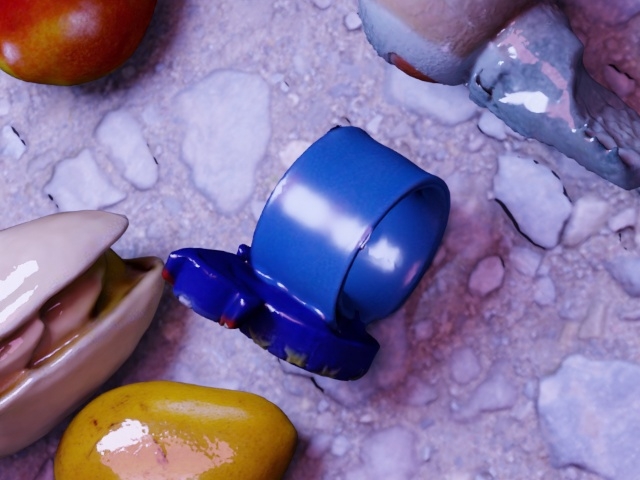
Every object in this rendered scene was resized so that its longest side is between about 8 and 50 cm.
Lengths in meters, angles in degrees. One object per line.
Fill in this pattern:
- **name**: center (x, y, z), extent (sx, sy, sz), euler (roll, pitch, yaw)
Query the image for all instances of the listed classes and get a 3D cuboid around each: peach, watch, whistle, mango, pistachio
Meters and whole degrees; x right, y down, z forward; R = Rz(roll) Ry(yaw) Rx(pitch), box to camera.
- **peach**: center (-0.252, -0.247, 1.479), extent (0.190, 0.190, 0.192), euler (18, 102, 23)
- **watch**: center (0.007, 0.004, 1.322), extent (0.171, 0.196, 0.200), euler (35, 97, 14)
- **whistle**: center (0.154, -0.166, 1.334), extent (0.189, 0.189, 0.348), euler (-41, 81, 6)
- **mango**: center (-0.126, 0.191, 1.361), extent (0.219, 0.112, 0.144), euler (-9, 71, 13)
- **pistachio**: center (-0.289, 0.088, 1.414), extent (0.318, 0.214, 0.193), euler (-31, 112, 0)
